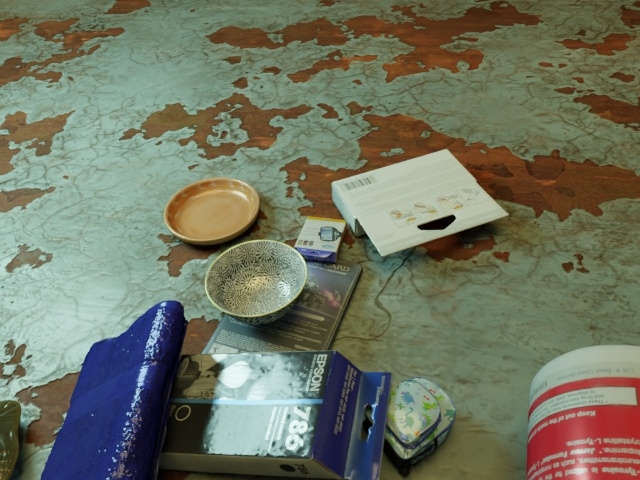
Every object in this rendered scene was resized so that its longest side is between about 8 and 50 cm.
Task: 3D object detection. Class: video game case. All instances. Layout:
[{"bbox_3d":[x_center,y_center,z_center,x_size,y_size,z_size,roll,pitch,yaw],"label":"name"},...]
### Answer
[{"bbox_3d":[-0.059,0.124,0.975,0.196,0.026,0.274,12,47,17],"label":"video game case"}]

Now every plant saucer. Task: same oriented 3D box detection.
[{"bbox_3d":[-0.224,-0.058,1.164,0.200,0.037,0.200,-3,44,3],"label":"plant saucer"}]

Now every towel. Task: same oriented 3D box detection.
[{"bbox_3d":[-0.289,0.253,0.788,0.228,0.076,0.308,-31,36,29],"label":"towel"}]

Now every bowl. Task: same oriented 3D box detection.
[{"bbox_3d":[-0.104,0.085,0.943,0.170,0.080,0.170,-3,44,2],"label":"bowl"}]

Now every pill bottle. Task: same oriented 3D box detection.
[{"bbox_3d":[0.334,0.334,0.581,0.229,0.229,0.407,9,47,14],"label":"pill bottle"}]

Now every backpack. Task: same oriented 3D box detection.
[{"bbox_3d":[0.131,0.249,0.788,0.114,0.084,0.105,-27,50,-23],"label":"backpack"}]

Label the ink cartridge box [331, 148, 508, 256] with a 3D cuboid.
[{"bbox_3d":[0.193,-0.068,1.117,0.275,0.060,0.239,-17,47,-12],"label":"ink cartridge box"}]

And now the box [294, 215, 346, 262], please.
[{"bbox_3d":[0.000,0.000,1.068,0.081,0.028,0.136,7,34,9],"label":"box"}]

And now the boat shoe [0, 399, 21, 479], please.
[{"bbox_3d":[-0.466,0.309,0.812,0.056,0.049,0.152,5,38,-16],"label":"boat shoe"}]

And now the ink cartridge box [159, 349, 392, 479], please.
[{"bbox_3d":[-0.074,0.238,0.778,0.333,0.065,0.165,-6,42,20],"label":"ink cartridge box"}]
